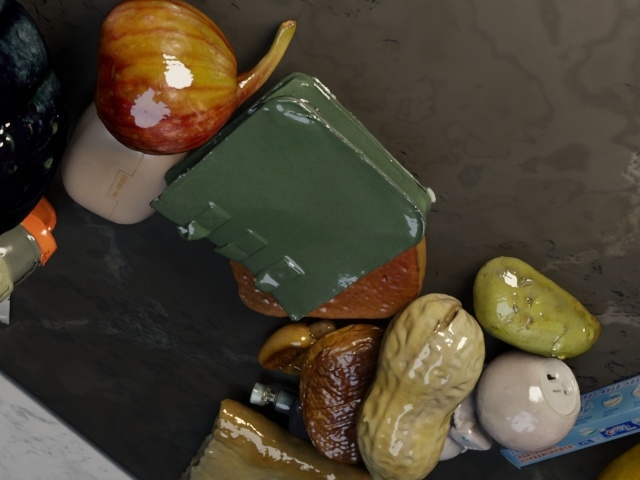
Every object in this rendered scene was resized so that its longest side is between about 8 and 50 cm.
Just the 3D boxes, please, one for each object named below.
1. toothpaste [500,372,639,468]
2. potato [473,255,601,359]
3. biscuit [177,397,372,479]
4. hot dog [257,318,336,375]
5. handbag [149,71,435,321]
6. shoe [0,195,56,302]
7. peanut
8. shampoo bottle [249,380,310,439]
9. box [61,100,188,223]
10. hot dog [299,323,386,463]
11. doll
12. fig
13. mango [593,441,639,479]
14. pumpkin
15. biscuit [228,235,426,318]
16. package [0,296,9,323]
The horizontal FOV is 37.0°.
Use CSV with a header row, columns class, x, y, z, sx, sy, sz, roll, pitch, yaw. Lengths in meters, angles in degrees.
class,x,y,z,sx,sy,sz,roll,pitch,yaw
toothpaste,0.383,0.259,1.376,0.053,0.066,0.272,41,133,-21
potato,0.275,0.091,1.233,0.188,0.085,0.105,26,116,-12
biscuit,-0.065,0.488,1.754,0.446,0.104,0.429,29,137,-9
hot dog,-0.034,0.157,1.435,0.090,0.060,0.140,28,144,-16
handbag,-0.032,-0.042,1.126,0.247,0.079,0.260,42,124,-20
shoe,-0.469,-0.019,1.363,0.336,0.171,0.132,16,133,53
peanut,0.129,0.208,1.283,0.149,0.149,0.313,17,114,3
shampoo bottle,0.037,0.289,1.532,0.310,0.071,0.098,16,139,3
box,-0.249,-0.103,1.215,0.146,0.088,0.200,27,138,-12
hot dog,0.052,0.217,1.390,0.161,0.099,0.226,3,113,-18
doll,0.230,0.248,1.372,0.151,0.151,0.287,40,137,-21
fig,-0.144,-0.175,1.063,0.207,0.175,0.175,6,140,-14
mango,0.517,0.365,1.312,0.301,0.220,0.445,1,138,-2
pumpkin,-0.474,-0.155,1.115,0.364,0.266,0.363,9,132,10
biscuit,0.001,-0.001,1.258,0.277,0.052,0.262,-2,131,20
package,-0.580,0.061,1.556,0.171,0.027,0.173,26,137,-3
